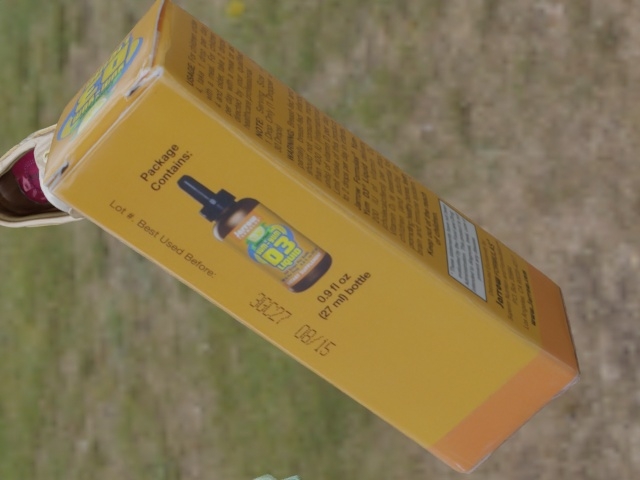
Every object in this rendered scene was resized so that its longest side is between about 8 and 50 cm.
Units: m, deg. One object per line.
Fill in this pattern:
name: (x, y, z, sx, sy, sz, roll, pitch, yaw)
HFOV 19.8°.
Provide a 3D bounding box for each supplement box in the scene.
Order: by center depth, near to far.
supplement box: (0.000, 0.000, 0.780, 0.078, 0.233, 0.080, -44, 25, 25)

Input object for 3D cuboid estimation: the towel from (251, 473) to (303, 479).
towel: (-0.120, 0.305, 1.079, 0.038, 0.325, 0.248, 67, -178, -83)

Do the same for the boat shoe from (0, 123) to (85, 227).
boat shoe: (-0.128, -0.037, 0.991, 0.170, 0.059, 0.063, -19, 109, 51)
